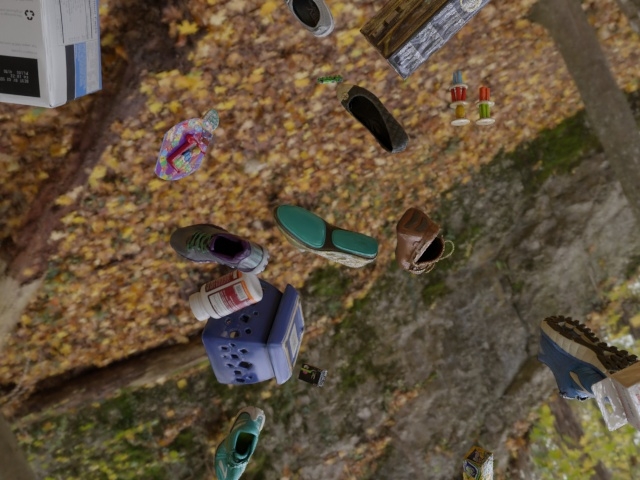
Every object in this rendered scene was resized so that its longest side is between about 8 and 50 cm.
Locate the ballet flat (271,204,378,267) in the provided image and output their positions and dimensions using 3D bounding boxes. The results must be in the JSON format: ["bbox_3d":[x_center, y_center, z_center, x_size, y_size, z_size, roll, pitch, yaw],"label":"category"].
[{"bbox_3d":[0.000,0.000,1.855,0.348,0.123,0.123,19,164,-23],"label":"ballet flat"}]

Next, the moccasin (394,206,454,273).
[{"bbox_3d":[0.314,0.021,1.955,0.139,0.147,0.380,-52,161,-17],"label":"moccasin"}]

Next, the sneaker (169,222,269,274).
[{"bbox_3d":[-0.208,0.001,1.236,0.223,0.083,0.098,11,165,25],"label":"sneaker"}]

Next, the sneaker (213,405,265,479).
[{"bbox_3d":[-0.241,0.600,1.848,0.107,0.275,0.110,18,-157,-9],"label":"sneaker"}]

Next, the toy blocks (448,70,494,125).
[{"bbox_3d":[0.421,-0.399,1.801,0.123,0.148,0.054,-1,172,1],"label":"toy blocks"}]

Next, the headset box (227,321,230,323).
[{"bbox_3d":[-0.320,0.294,2.127,0.083,0.032,0.062,-46,-179,-33],"label":"headset box"}]

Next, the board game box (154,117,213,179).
[{"bbox_3d":[-0.303,-0.197,1.472,0.133,0.033,0.169,-17,141,-47],"label":"board game box"}]

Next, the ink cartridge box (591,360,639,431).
[{"bbox_3d":[0.582,0.266,1.127,0.181,0.104,0.061,-26,-169,0],"label":"ink cartridge box"}]

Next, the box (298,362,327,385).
[{"bbox_3d":[-0.028,0.483,2.334,0.083,0.062,0.052,14,176,27],"label":"box"}]

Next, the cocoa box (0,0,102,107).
[{"bbox_3d":[-0.640,-0.408,1.272,0.347,0.231,0.228,8,-158,5],"label":"cocoa box"}]

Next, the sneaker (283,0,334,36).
[{"bbox_3d":[-0.061,-0.661,1.686,0.105,0.281,0.115,-37,-170,20],"label":"sneaker"}]

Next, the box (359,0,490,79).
[{"bbox_3d":[0.312,-0.667,1.831,0.395,0.097,0.318,-42,-150,13],"label":"box"}]

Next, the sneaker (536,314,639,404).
[{"bbox_3d":[0.622,0.309,1.452,0.130,0.147,0.330,-8,-149,-30],"label":"sneaker"}]

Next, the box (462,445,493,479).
[{"bbox_3d":[0.390,0.598,1.600,0.054,0.169,0.059,13,-152,40],"label":"box"}]

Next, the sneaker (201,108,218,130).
[{"bbox_3d":[-0.401,-0.372,2.159,0.076,0.065,0.166,7,-120,36],"label":"sneaker"}]

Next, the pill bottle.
[{"bbox_3d":[-0.215,0.124,1.465,0.152,0.086,0.086,-23,-177,8],"label":"pill bottle"}]

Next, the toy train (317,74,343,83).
[{"bbox_3d":[0.030,-0.485,1.954,0.083,0.024,0.017,-14,139,-23],"label":"toy train"}]

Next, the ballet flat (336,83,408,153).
[{"bbox_3d":[0.092,-0.225,1.174,0.049,0.173,0.057,-27,158,-51],"label":"ballet flat"}]

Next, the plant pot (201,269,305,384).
[{"bbox_3d":[-0.167,0.246,1.754,0.212,0.236,0.236,6,-132,12],"label":"plant pot"}]
